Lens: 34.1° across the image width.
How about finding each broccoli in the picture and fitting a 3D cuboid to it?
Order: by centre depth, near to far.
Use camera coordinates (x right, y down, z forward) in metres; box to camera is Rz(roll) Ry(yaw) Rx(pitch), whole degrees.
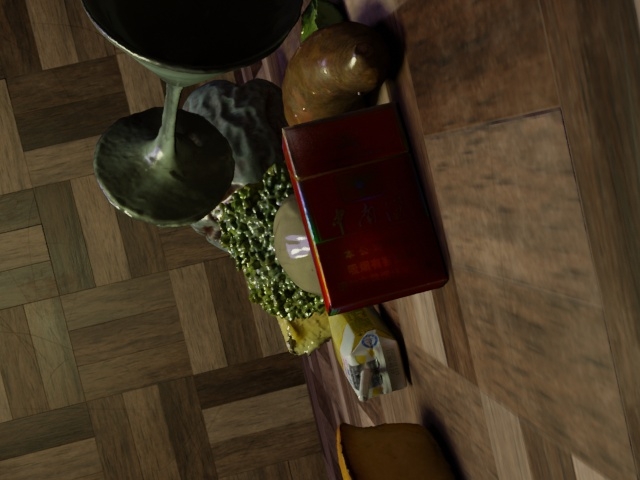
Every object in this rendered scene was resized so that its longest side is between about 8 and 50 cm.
[{"bbox_3d":[-0.055,0.000,1.526,0.273,0.180,0.243,116,139,-81],"label":"broccoli"}]

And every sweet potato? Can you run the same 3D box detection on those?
[{"bbox_3d":[0.011,-0.157,1.016,0.292,0.097,0.097,121,136,-81],"label":"sweet potato"}]

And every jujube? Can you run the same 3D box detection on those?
[{"bbox_3d":[-0.125,-0.122,1.731,0.246,0.215,0.308,132,138,-55],"label":"jujube"}]

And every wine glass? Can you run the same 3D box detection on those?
[{"bbox_3d":[-0.188,-0.203,1.337,0.406,0.267,0.267,115,143,-58],"label":"wine glass"}]

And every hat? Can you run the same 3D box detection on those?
[{"bbox_3d":[0.000,0.000,1.308,0.173,0.144,0.166,31,-133,-82],"label":"hat"}]

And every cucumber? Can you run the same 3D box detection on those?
[{"bbox_3d":[0.000,-0.230,1.189,0.220,0.046,0.071,174,85,-82],"label":"cucumber"}]

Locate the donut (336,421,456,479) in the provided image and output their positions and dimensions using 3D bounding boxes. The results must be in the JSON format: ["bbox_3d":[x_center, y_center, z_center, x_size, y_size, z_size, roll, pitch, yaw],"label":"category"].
[{"bbox_3d":[0.105,0.337,1.159,0.303,0.110,0.303,164,90,-85],"label":"donut"}]

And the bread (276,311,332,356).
[{"bbox_3d":[-0.034,0.078,1.702,0.160,0.140,0.169,66,-179,-54],"label":"bread"}]

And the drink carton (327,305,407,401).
[{"bbox_3d":[0.061,0.142,1.280,0.200,0.074,0.084,-123,20,-70],"label":"drink carton"}]

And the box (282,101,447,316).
[{"bbox_3d":[0.039,-0.029,0.951,0.048,0.112,0.175,103,152,-77],"label":"box"}]
